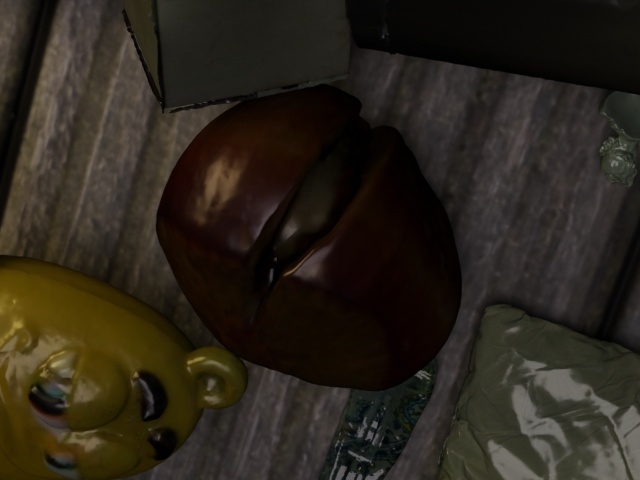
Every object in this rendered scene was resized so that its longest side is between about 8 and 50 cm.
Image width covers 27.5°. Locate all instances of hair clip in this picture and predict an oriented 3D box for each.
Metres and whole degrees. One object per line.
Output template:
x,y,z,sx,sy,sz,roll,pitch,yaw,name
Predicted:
0.034,0.182,1.118,0.066,0.036,0.229,25,99,-1,hair clip

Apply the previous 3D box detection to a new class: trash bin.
0.187,-0.205,0.904,0.302,0.252,0.202,13,106,12,trash bin

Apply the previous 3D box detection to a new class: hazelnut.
0.000,0.000,1.011,0.251,0.217,0.217,41,106,-11,hazelnut

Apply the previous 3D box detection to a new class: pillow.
0.223,0.222,1.074,0.274,0.076,0.280,19,104,7,pillow

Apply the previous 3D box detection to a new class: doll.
-0.307,0.090,1.093,0.423,0.161,0.348,-31,107,31,doll

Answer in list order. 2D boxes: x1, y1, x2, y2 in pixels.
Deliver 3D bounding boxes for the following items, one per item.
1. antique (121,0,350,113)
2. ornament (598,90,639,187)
-0.068,-0.197,0.941,0.152,0.146,0.148,-13,137,-15,antique
0.244,-0.092,1.019,0.068,0.041,0.092,34,95,-22,ornament
